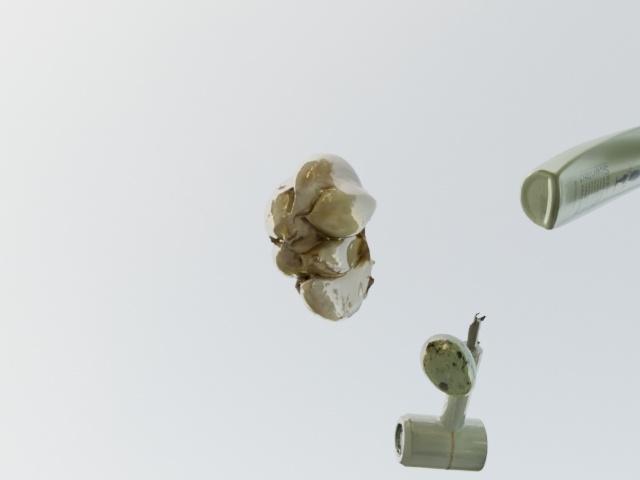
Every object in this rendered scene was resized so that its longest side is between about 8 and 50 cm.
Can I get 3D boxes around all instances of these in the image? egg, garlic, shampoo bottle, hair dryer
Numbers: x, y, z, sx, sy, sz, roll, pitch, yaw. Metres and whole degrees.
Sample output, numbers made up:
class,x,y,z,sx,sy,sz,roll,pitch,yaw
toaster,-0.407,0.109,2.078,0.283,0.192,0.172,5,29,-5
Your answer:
class,x,y,z,sx,sy,sz,roll,pitch,yaw
egg,0.212,0.207,1.045,0.085,0.085,0.110,-39,-97,38
garlic,-0.013,-0.009,1.084,0.184,0.203,0.281,18,-69,29
shampoo bottle,0.283,-0.069,0.619,0.049,0.212,0.072,28,-48,52
hair dryer,0.259,0.293,1.240,0.173,0.107,0.358,6,-70,-7
